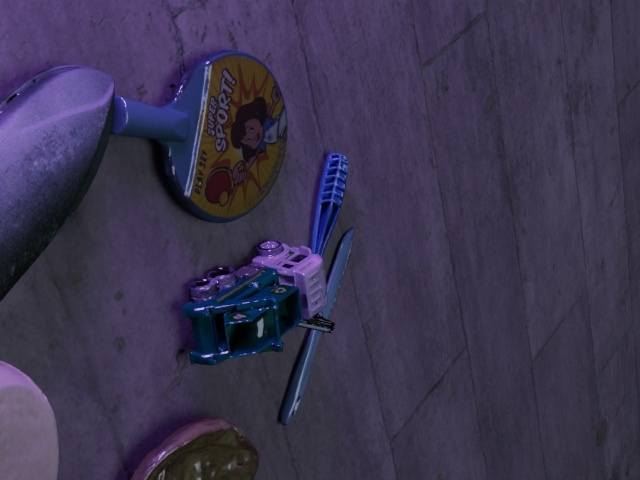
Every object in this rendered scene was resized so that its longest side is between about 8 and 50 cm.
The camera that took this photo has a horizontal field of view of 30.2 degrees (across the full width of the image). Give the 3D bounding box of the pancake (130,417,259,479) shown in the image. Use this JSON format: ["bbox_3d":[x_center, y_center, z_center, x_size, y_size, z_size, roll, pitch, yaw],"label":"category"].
[{"bbox_3d":[-0.175,0.334,1.527,0.242,0.050,0.242,-29,130,-42],"label":"pancake"}]

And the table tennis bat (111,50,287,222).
[{"bbox_3d":[-0.140,-0.131,1.449,0.329,0.044,0.215,6,96,-58],"label":"table tennis bat"}]

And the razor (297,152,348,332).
[{"bbox_3d":[0.000,0.000,1.689,0.081,0.042,0.253,11,88,-15],"label":"razor"}]

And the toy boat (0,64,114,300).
[{"bbox_3d":[-0.298,-0.074,1.195,0.320,0.092,0.141,-57,140,-39],"label":"toy boat"}]

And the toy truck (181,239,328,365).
[{"bbox_3d":[-0.075,0.085,1.534,0.216,0.116,0.110,-32,125,-47],"label":"toy truck"}]

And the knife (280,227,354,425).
[{"bbox_3d":[0.000,0.123,1.745,0.044,0.019,0.313,41,65,-61],"label":"knife"}]

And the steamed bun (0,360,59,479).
[{"bbox_3d":[-0.362,0.223,1.133,0.232,0.145,0.232,5,90,-69],"label":"steamed bun"}]
